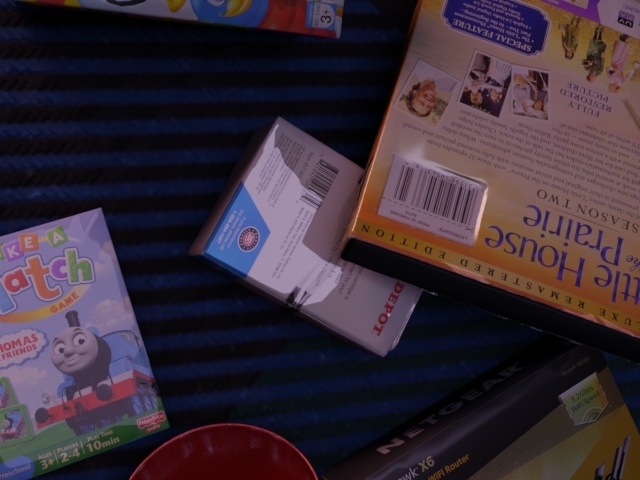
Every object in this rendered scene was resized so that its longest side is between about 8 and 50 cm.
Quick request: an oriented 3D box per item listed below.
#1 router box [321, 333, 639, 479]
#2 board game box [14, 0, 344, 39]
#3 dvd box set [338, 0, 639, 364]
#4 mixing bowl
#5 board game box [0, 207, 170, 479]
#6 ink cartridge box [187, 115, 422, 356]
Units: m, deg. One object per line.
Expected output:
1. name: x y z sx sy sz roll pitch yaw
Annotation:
1. router box: 0.191 0.271 0.947 0.309 0.081 0.243 -28 97 -17
2. board game box: -0.125 -0.264 0.817 0.275 0.144 0.142 3 103 -17
3. dvd box set: 0.219 -0.125 0.893 0.307 0.062 0.420 19 67 -3
4. mixing bowl: -0.083 0.266 0.832 0.181 0.181 0.098 -24 140 -17
5. board game box: -0.243 0.094 0.835 0.160 0.039 0.211 -18 93 -17
6. ink cartridge box: 0.000 0.000 0.891 0.203 0.086 0.148 31 78 -15
